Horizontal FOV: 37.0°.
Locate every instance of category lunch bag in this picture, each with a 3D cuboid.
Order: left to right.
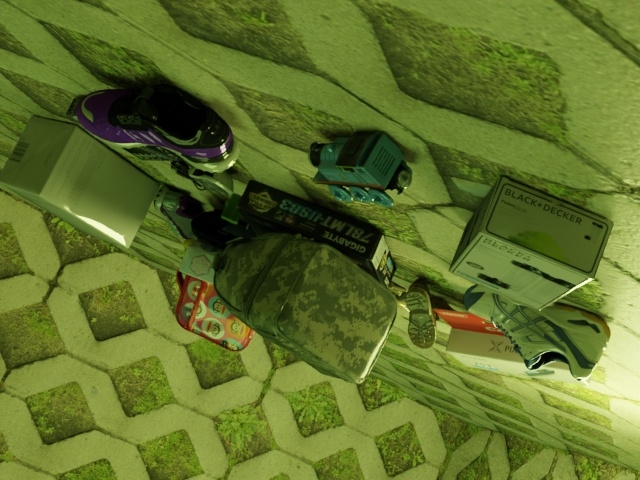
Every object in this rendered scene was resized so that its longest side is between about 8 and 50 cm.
[{"bbox_3d":[-0.261,0.125,2.523,0.258,0.293,0.120,25,-153,9],"label":"lunch bag"},{"bbox_3d":[-0.042,0.120,1.877,0.256,0.212,0.305,10,160,48],"label":"lunch bag"}]

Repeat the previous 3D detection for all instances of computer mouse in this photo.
[{"bbox_3d":[-0.224,-0.129,1.915,0.106,0.042,0.193,38,168,-34],"label":"computer mouse"}]

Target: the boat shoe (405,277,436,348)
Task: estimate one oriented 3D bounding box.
[{"bbox_3d":[0.224,0.160,2.088,0.064,0.060,0.178,3,128,19],"label":"boat shoe"}]

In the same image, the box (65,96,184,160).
[{"bbox_3d":[-0.363,-0.211,1.811,0.184,0.045,0.191,30,166,-36],"label":"box"}]

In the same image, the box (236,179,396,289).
[{"bbox_3d":[0.000,0.000,1.969,0.296,0.073,0.293,22,167,14],"label":"box"}]

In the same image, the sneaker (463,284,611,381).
[{"bbox_3d":[0.391,0.173,1.817,0.297,0.131,0.112,17,168,36],"label":"sneaker"}]

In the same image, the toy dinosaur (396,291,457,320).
[{"bbox_3d":[0.278,0.155,2.169,0.212,0.064,0.112,23,-165,10],"label":"toy dinosaur"}]

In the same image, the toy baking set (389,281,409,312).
[{"bbox_3d":[0.192,0.151,2.334,0.197,0.030,0.256,23,168,6],"label":"toy baking set"}]

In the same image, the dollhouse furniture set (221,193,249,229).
[{"bbox_3d":[-0.187,-0.053,2.116,0.076,0.058,0.151,25,168,-1],"label":"dollhouse furniture set"}]

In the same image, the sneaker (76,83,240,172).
[{"bbox_3d":[-0.278,-0.210,1.555,0.294,0.102,0.146,16,162,16],"label":"sneaker"}]

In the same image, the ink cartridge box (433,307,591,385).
[{"bbox_3d":[0.415,0.233,2.074,0.296,0.066,0.261,5,161,31],"label":"ink cartridge box"}]

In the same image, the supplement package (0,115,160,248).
[{"bbox_3d":[-0.550,-0.130,2.198,0.175,0.177,0.293,15,164,38],"label":"supplement package"}]

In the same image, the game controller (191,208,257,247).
[{"bbox_3d":[-0.140,0.009,2.203,0.319,0.067,0.166,22,-173,8],"label":"game controller"}]

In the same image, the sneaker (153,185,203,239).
[{"bbox_3d":[-0.315,-0.053,2.318,0.098,0.083,0.223,13,164,25],"label":"sneaker"}]

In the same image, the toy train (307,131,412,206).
[{"bbox_3d":[0.054,-0.108,1.396,0.105,0.080,0.184,43,162,-32],"label":"toy train"}]

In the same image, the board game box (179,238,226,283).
[{"bbox_3d":[-0.147,0.075,2.229,0.318,0.065,0.318,21,-173,-1],"label":"board game box"}]

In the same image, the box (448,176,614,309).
[{"bbox_3d":[0.297,0.012,1.406,0.169,0.087,0.290,23,168,3],"label":"box"}]

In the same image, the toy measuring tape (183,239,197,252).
[{"bbox_3d":[-0.247,0.062,2.596,0.330,0.121,0.121,17,166,29],"label":"toy measuring tape"}]
